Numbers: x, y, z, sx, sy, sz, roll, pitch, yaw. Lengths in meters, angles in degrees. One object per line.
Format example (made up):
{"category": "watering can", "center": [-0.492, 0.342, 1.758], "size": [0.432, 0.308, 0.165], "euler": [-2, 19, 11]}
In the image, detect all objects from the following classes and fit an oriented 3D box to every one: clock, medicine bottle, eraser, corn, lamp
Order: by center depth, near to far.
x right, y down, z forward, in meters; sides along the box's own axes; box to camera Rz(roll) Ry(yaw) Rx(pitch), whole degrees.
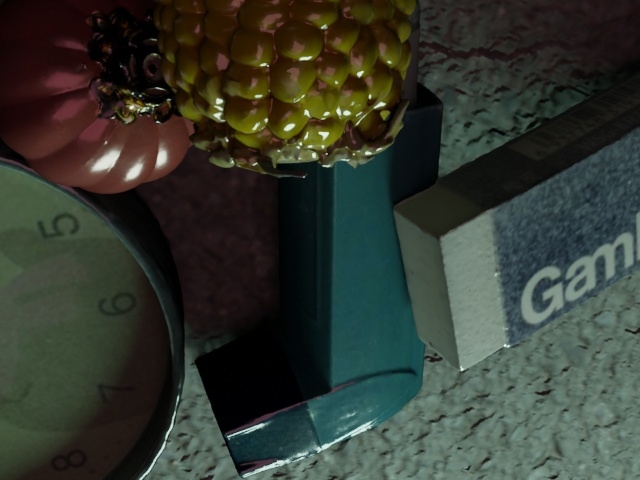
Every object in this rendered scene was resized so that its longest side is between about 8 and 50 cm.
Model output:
{"category": "corn", "center": [-0.016, -0.178, 0.419], "size": [0.106, 0.106, 0.305], "euler": [-3, 103, -12]}
{"category": "lamp", "center": [-0.099, -0.075, 0.493], "size": [0.107, 0.092, 0.107], "euler": [-4, 96, -40]}
{"category": "clock", "center": [-0.206, 0.062, 0.564], "size": [0.281, 0.055, 0.280], "euler": [-6, 119, -11]}
{"category": "medicine bottle", "center": [0.000, 0.000, 0.566], "size": [0.124, 0.079, 0.258], "euler": [-5, 119, -16]}
{"category": "eraser", "center": [0.139, -0.022, 0.568], "size": [0.212, 0.046, 0.092], "euler": [-27, 126, -21]}
